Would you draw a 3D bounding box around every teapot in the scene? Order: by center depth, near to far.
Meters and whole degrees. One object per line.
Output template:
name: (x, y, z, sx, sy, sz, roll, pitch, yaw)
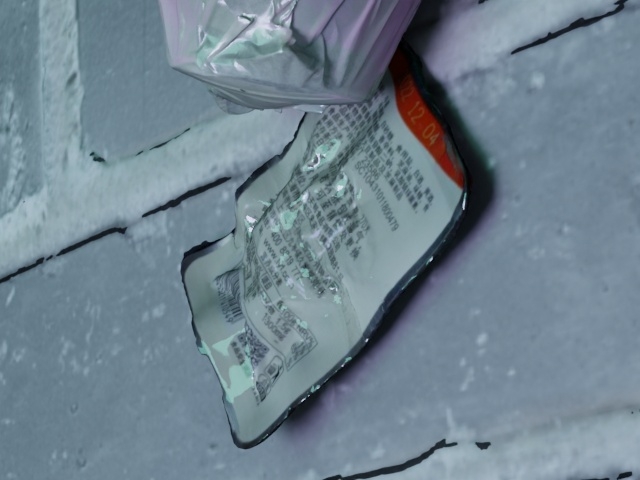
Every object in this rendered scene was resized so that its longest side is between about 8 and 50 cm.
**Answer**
teapot: (-0.035, -0.160, 1.085, 0.221, 0.163, 0.178, 14, 94, 52)

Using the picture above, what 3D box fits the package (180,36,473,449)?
package: (0.000, 0.000, 1.120, 0.232, 0.040, 0.166, -50, 43, 26)
